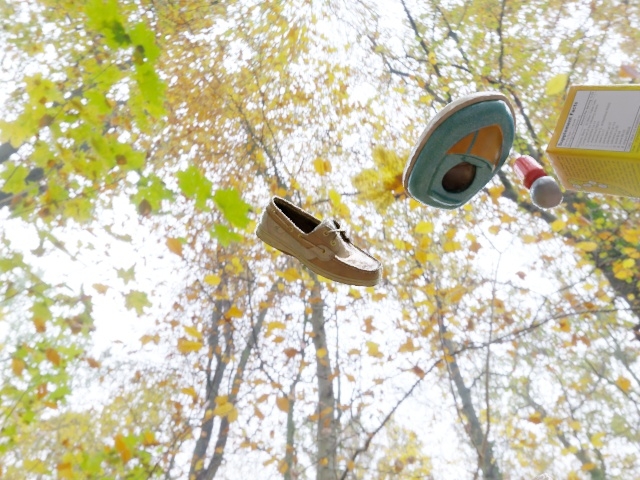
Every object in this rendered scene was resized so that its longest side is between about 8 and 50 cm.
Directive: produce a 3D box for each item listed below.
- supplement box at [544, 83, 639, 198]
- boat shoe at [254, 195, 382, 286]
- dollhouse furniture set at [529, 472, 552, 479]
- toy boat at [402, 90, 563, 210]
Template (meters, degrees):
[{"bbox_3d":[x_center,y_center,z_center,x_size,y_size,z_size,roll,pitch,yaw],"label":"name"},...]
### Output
[{"bbox_3d":[0.735,-0.219,1.262,0.195,0.356,0.194,37,-106,-45],"label":"supplement box"},{"bbox_3d":[0.000,0.000,0.532,0.135,0.050,0.045,24,-63,12],"label":"boat shoe"},{"bbox_3d":[0.245,0.393,0.645,0.123,0.144,0.151,-15,-51,-17],"label":"dollhouse furniture set"},{"bbox_3d":[0.340,-0.151,1.116,0.318,0.148,0.267,13,-54,-22],"label":"toy boat"}]
